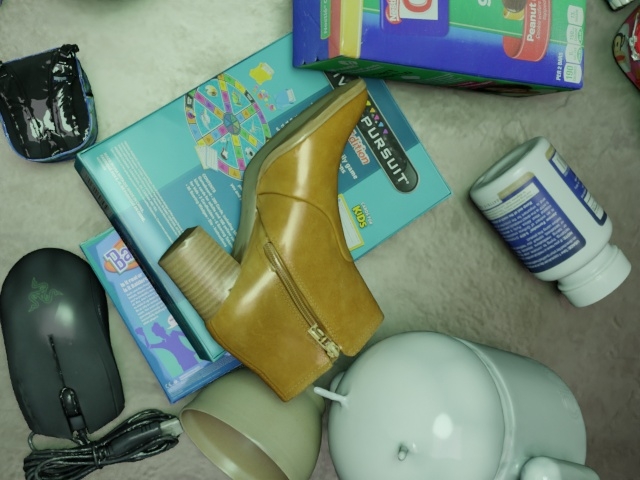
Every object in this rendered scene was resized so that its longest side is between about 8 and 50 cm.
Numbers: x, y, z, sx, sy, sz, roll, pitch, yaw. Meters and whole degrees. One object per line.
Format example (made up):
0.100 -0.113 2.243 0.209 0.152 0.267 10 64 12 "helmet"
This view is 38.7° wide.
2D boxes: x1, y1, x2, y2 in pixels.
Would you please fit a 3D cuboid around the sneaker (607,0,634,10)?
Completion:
0.398 -0.355 1.098 0.162 0.063 0.073 -42 93 -4 "sneaker"

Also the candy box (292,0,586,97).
0.134 -0.305 0.988 0.317 0.122 0.268 1 90 -26 "candy box"

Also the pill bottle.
0.273 -0.018 1.068 0.112 0.112 0.187 -40 96 -4 "pill bottle"

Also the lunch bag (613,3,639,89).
0.502 -0.199 1.094 0.293 0.120 0.258 44 90 -5 "lunch bag"

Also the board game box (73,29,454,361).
-0.057 -0.066 1.008 0.336 0.079 0.254 -34 96 -18 "board game box"

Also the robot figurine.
0.146 0.207 0.971 0.353 0.299 0.200 19 86 -47 "robot figurine"

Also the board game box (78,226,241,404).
-0.154 0.056 1.049 0.160 0.047 0.210 -29 95 -6 "board game box"

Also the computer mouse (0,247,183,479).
-0.279 0.141 1.024 0.188 0.072 0.272 -17 94 -5 "computer mouse"

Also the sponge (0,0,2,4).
-0.435 -0.353 1.008 0.210 0.031 0.117 20 90 -8 "sponge"

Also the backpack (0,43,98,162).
-0.299 -0.143 1.005 0.105 0.084 0.114 -16 89 -6 "backpack"

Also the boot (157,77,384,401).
0.000 0.001 0.935 0.211 0.104 0.295 46 78 -15 "boot"

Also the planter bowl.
-0.062 0.203 1.024 0.162 0.162 0.109 43 59 -7 "planter bowl"
